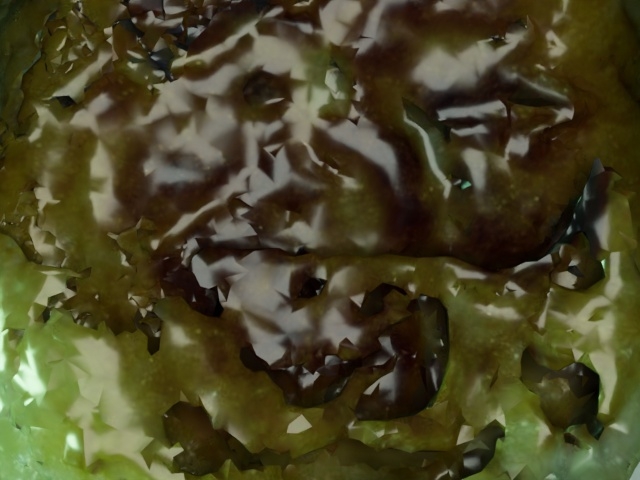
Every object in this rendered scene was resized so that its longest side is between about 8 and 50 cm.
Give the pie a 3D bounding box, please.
[{"bbox_3d":[0.000,0.000,0.518,0.308,0.085,0.308,1,86,-9],"label":"pie"}]
